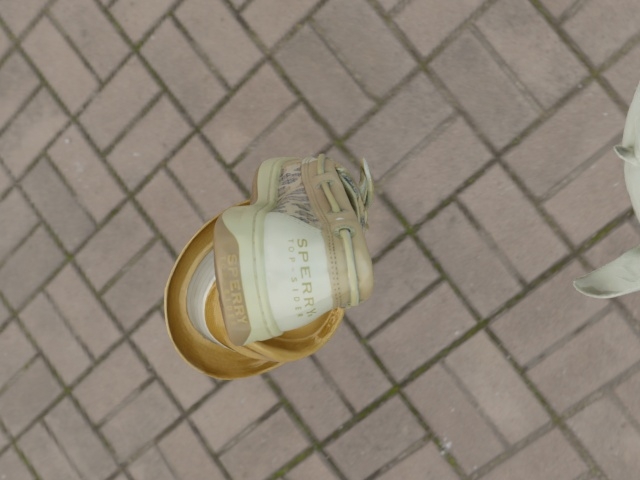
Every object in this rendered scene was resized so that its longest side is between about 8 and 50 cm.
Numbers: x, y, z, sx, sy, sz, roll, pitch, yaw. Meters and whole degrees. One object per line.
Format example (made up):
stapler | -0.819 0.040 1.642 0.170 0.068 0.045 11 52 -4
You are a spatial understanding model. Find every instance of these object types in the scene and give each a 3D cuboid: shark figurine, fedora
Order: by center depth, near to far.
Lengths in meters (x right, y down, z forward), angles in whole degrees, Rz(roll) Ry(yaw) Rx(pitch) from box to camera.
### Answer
shark figurine | 0.265 -0.046 0.660 0.166 0.116 0.278 -24 57 36
fedora | -0.040 0.054 0.838 0.079 0.194 0.194 30 110 51

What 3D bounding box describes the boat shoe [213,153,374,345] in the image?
boat shoe | 0.000 0.000 0.631 0.089 0.285 0.104 -8 105 8
